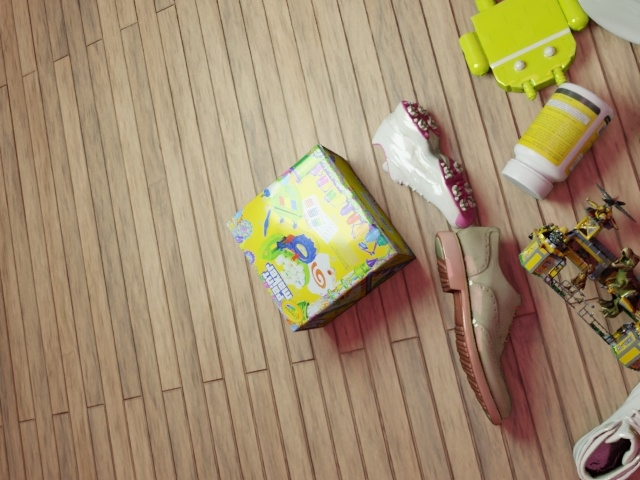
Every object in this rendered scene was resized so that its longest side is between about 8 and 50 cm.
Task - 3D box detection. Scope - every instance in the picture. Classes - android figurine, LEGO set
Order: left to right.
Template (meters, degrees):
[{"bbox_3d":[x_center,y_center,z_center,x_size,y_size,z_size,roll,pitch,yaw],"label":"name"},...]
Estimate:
[{"bbox_3d":[0.422,-0.425,1.269,0.248,0.056,0.273,-21,76,19],"label":"android figurine"},{"bbox_3d":[0.541,0.040,1.069,0.331,0.254,0.192,55,133,28],"label":"LEGO set"}]

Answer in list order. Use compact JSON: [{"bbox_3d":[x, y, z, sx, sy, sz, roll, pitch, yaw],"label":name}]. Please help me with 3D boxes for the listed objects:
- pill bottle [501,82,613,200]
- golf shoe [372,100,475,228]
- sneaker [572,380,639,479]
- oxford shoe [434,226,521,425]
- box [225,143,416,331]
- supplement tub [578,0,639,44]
[{"bbox_3d":[0.459,-0.191,1.197,0.119,0.119,0.209,39,99,20],"label":"pill bottle"},{"bbox_3d":[0.220,-0.146,1.309,0.140,0.115,0.306,-35,71,32],"label":"golf shoe"},{"bbox_3d":[0.575,0.330,1.080,0.292,0.169,0.108,-48,69,10],"label":"sneaker"},{"bbox_3d":[0.339,0.163,1.210,0.146,0.140,0.397,-12,90,1],"label":"oxford shoe"},{"bbox_3d":[0.000,0.000,1.335,0.279,0.177,0.290,-38,74,15],"label":"box"},{"bbox_3d":[0.642,-0.539,1.094,0.228,0.228,0.316,37,100,21],"label":"supplement tub"}]
